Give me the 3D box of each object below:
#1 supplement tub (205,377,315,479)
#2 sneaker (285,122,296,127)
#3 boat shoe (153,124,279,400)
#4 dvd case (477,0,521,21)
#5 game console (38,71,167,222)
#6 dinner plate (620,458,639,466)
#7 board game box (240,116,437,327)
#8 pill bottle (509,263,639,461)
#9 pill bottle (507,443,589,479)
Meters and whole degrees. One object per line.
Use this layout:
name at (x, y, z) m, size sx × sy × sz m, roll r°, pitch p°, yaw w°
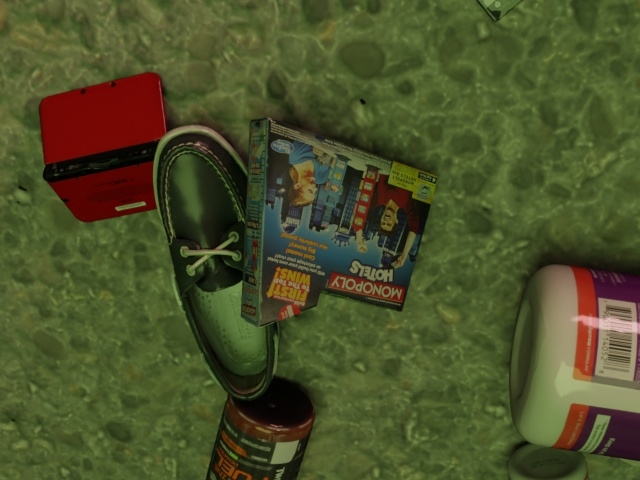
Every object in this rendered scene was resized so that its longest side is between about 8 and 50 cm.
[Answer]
supplement tub at (-0.078, 0.267, 0.957) m, size 0.106 × 0.106 × 0.198 m, roll 16°, pitch 112°, yaw 2°
sneaker at (-0.030, -0.081, 0.855) m, size 0.035 × 0.031 × 0.083 m, roll -14°, pitch 109°, yaw 14°
boat shoe at (-0.100, 0.030, 0.856) m, size 0.114 × 0.091 × 0.303 m, roll -16°, pitch 117°, yaw 4°
dvd case at (0.152, -0.347, 0.727) m, size 0.179 × 0.029 × 0.239 m, roll -39°, pitch 101°, yaw 20°
game console at (-0.220, -0.097, 0.887) m, size 0.143 × 0.085 × 0.124 m, roll -10°, pitch 140°, yaw 12°
dinner plate at (0.382, 0.201, 0.914) m, size 0.141 × 0.017 × 0.141 m, roll 3°, pitch 113°, yaw 7°
board game box at (0.000, 0.000, 0.816) m, size 0.194 × 0.060 × 0.194 m, roll 17°, pitch 89°, yaw -23°
pill bottle at (0.359, 0.131, 0.800) m, size 0.322 × 0.181 × 0.182 m, roll 8°, pitch 112°, yaw 5°
pill bottle at (0.269, 0.319, 0.937) m, size 0.087 × 0.087 × 0.160 m, roll -9°, pitch 109°, yaw 12°
